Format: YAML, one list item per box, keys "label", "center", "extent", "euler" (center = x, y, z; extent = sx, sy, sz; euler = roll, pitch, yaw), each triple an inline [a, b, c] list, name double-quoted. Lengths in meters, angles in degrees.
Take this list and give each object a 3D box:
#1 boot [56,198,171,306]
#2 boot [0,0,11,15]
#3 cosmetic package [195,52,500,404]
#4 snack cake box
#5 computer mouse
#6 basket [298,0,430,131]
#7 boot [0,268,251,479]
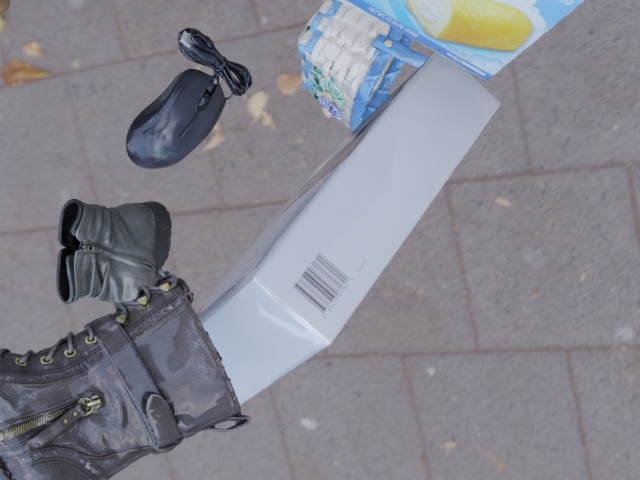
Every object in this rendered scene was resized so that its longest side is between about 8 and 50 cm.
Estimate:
- label: "boot"
  center: [-0.273, 0.066, 1.432]
  extent: [0.083, 0.161, 0.247]
  euler: [2, 95, 40]
- label: "boot"
  center: [-0.725, -0.470, 2.178]
  extent: [0.112, 0.305, 0.115]
  euler: [-39, 70, 25]
- label: "cosmetic package"
  center: [0.000, 0.000, 1.142]
  extent: [0.097, 0.377, 0.284]
  euler: [41, 141, -4]
- label: "snack cake box"
  center: [0.083, -0.261, 0.937]
  extent: [0.264, 0.089, 0.152]
  euler: [27, 154, -14]
- label: "computer mouse"
  center: [-0.252, -0.240, 2.053]
  extent: [0.272, 0.188, 0.072]
  euler: [-52, 40, 2]
- label: "basket"
  center: [0.112, -0.269, 1.819]
  extent: [0.289, 0.255, 0.201]
  euler: [24, 77, 8]
- label: "boot"
  center: [-0.205, 0.093, 0.882]
  extent: [0.263, 0.229, 0.091]
  euler: [58, 158, -8]
